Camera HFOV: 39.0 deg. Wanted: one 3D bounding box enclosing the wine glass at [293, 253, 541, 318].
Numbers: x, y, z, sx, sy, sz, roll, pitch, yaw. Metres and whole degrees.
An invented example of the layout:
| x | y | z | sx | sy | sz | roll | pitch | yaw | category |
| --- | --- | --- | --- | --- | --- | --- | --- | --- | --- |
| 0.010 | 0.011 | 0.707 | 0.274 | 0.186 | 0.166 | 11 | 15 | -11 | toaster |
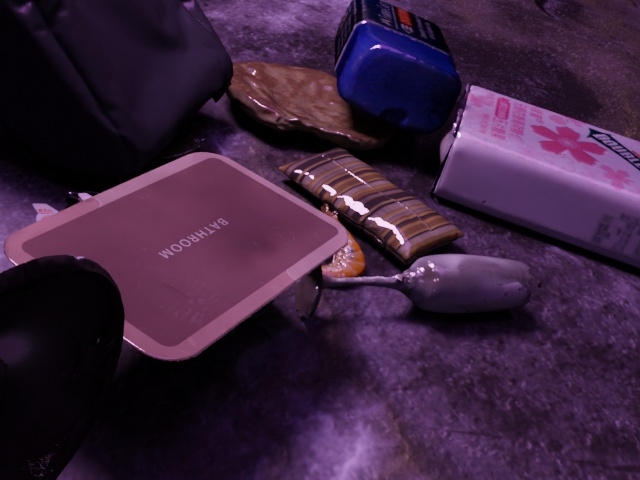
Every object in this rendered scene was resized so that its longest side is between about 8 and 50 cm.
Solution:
| x | y | z | sx | sy | sz | roll | pitch | yaw | category |
| --- | --- | --- | --- | --- | --- | --- | --- | --- | --- |
| 0.101 | 0.043 | 0.900 | 0.262 | 0.074 | 0.074 | 2 | 36 | -26 | wine glass |

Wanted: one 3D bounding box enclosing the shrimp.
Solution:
| x | y | z | sx | sy | sz | roll | pitch | yaw | category |
| --- | --- | --- | --- | --- | --- | --- | --- | --- | --- |
| 0.000 | 0.000 | 0.952 | 0.091 | 0.025 | 0.127 | 6 | 37 | -15 | shrimp |

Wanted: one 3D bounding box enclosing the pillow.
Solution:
| x | y | z | sx | sy | sz | roll | pitch | yaw | category |
| --- | --- | --- | --- | --- | --- | --- | --- | --- | --- |
| 0.058 | -0.047 | 1.036 | 0.203 | 0.038 | 0.113 | 37 | 38 | 28 | pillow |

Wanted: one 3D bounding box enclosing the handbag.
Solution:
| x | y | z | sx | sy | sz | roll | pitch | yaw | category |
| --- | --- | --- | --- | --- | --- | --- | --- | --- | --- |
| -0.254 | -0.209 | 0.990 | 0.177 | 0.275 | 0.302 | -17 | 26 | 26 | handbag |

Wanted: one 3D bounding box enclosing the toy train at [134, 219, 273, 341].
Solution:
| x | y | z | sx | sy | sz | roll | pitch | yaw | category |
| --- | --- | --- | --- | --- | --- | --- | --- | --- | --- |
| -0.093 | 0.034 | 0.781 | 0.071 | 0.111 | 0.170 | 36 | 40 | 24 | toy train |

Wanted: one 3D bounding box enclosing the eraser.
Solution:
| x | y | z | sx | sy | sz | roll | pitch | yaw | category |
| --- | --- | --- | --- | --- | --- | --- | --- | --- | --- |
| 0.097 | -0.252 | 1.253 | 0.155 | 0.102 | 0.332 | 22 | 22 | -8 | eraser |

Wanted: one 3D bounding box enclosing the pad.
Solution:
| x | y | z | sx | sy | sz | roll | pitch | yaw | category |
| --- | --- | --- | --- | --- | --- | --- | --- | --- | --- |
| -0.102 | -0.001 | 0.727 | 0.176 | 0.002 | 0.266 | 31 | 34 | 18 | pad |

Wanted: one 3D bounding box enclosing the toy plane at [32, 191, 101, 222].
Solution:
| x | y | z | sx | sy | sz | roll | pitch | yaw | category |
| --- | --- | --- | --- | --- | --- | --- | --- | --- | --- |
| -0.176 | -0.020 | 0.880 | 0.197 | 0.053 | 0.078 | -5 | 31 | -32 | toy plane |

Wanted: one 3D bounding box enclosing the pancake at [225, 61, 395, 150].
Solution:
| x | y | z | sx | sy | sz | roll | pitch | yaw | category |
| --- | --- | --- | --- | --- | --- | --- | --- | --- | --- |
| -0.015 | -0.178 | 1.192 | 0.236 | 0.042 | 0.222 | 2 | 32 | -29 | pancake |

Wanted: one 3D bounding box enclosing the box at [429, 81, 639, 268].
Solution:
| x | y | z | sx | sy | sz | roll | pitch | yaw | category |
| --- | --- | --- | --- | --- | --- | --- | --- | --- | --- |
| 0.326 | -0.078 | 1.145 | 0.369 | 0.112 | 0.190 | 20 | 32 | 2 | box |

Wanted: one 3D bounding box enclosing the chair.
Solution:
| x | y | z | sx | sy | sz | roll | pitch | yaw | category |
| --- | --- | --- | --- | --- | --- | --- | --- | --- | --- |
| -0.348 | 0.018 | 0.584 | 0.401 | 0.227 | 0.226 | 30 | 35 | 20 | chair |

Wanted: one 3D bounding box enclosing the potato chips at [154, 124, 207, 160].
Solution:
| x | y | z | sx | sy | sz | roll | pitch | yaw | category |
| --- | --- | --- | --- | --- | --- | --- | --- | --- | --- |
| -0.236 | -0.138 | 1.044 | 0.209 | 0.026 | 0.142 | 22 | 31 | 6 | potato chips |
